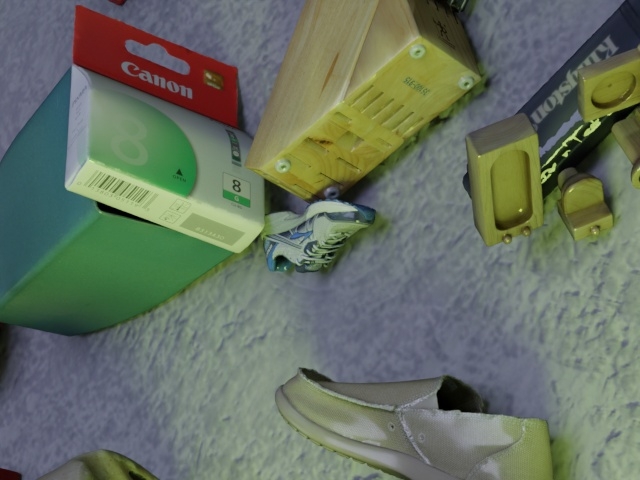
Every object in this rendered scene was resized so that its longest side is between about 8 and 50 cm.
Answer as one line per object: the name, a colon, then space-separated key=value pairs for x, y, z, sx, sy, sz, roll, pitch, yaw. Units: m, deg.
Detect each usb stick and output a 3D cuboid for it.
usb stick: x=0.221 y=-0.123 z=1.590 sx=0.278 sy=0.045 sz=0.077 roll=-46 pitch=49 yaw=20

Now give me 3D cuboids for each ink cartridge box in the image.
ink cartridge box: x=-0.137 y=-0.114 z=1.798 sx=0.056 sy=0.181 sz=0.225 roll=-42 pitch=38 yaw=42

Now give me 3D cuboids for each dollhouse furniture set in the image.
dollhouse furniture set: x=0.205 y=-0.037 z=1.503 sx=0.151 sy=0.144 sz=0.123 roll=-21 pitch=53 yaw=-7

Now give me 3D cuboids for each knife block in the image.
knife block: x=0.037 y=-0.199 z=1.757 sx=0.275 sy=0.088 sz=0.242 roll=-40 pitch=44 yaw=23

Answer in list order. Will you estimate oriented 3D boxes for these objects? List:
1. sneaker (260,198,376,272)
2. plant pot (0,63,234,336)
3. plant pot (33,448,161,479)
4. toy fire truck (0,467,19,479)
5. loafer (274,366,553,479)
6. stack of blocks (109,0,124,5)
sneaker: x=0.000 y=0.000 z=1.751 sx=0.135 sy=0.052 sz=0.058 roll=-15 pitch=70 yaw=48
plant pot: x=-0.220 y=-0.019 z=1.883 sx=0.234 sy=0.165 sz=0.166 roll=-39 pitch=51 yaw=36
plant pot: x=-0.245 y=0.345 z=1.675 sx=0.305 sy=0.334 sz=0.334 roll=-37 pitch=51 yaw=13
toy fire truck: x=-0.358 y=0.273 z=1.970 sx=0.135 sy=0.047 sz=0.192 roll=-11 pitch=67 yaw=40
loafer: x=0.081 y=0.147 z=1.583 sx=0.268 sy=0.102 sz=0.092 roll=20 pitch=87 yaw=36
stack of blocks: x=-0.183 y=-0.393 z=1.984 sx=0.297 sy=0.171 sz=0.087 roll=-47 pitch=48 yaw=20
